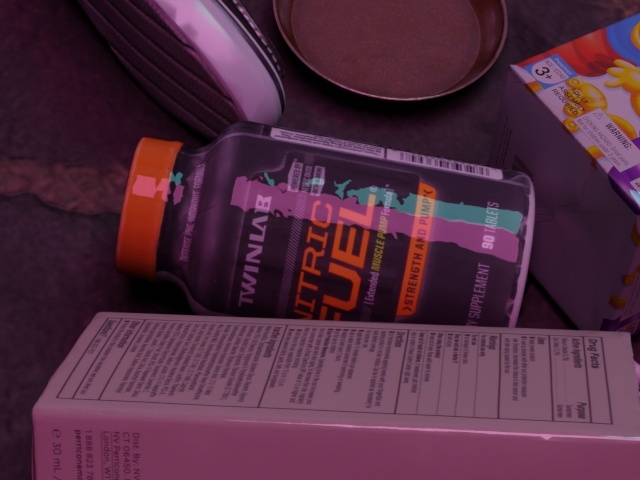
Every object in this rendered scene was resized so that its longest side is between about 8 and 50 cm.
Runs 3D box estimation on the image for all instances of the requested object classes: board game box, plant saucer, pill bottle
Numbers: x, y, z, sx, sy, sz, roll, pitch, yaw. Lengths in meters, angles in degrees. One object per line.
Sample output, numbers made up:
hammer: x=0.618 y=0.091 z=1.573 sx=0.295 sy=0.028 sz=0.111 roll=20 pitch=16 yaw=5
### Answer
board game box: x=0.263 y=-0.067 z=1.179 sx=0.275 sy=0.144 sz=0.142 roll=-24 pitch=57 yaw=-22
plant saucer: x=0.048 y=-0.158 z=1.286 sx=0.168 sy=0.029 sz=0.168 roll=4 pitch=55 yaw=-6
pill bottle: x=0.000 y=0.000 z=1.110 sx=0.246 sy=0.130 sz=0.130 roll=10 pitch=55 yaw=-1

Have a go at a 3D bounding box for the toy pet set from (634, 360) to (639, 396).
toy pet set: x=0.150 y=0.109 z=1.095 sx=0.122 sy=0.065 sz=0.114 roll=-8 pitch=57 yaw=-13

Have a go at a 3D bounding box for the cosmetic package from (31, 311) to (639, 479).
cosmetic package: x=0.014 y=0.117 z=0.971 sx=0.309 sy=0.113 sz=0.160 roll=3 pitch=17 yaw=6

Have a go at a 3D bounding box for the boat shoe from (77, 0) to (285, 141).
boat shoe: x=-0.112 y=-0.203 z=1.236 sx=0.119 sy=0.121 sz=0.335 roll=-31 pitch=63 yaw=-21
